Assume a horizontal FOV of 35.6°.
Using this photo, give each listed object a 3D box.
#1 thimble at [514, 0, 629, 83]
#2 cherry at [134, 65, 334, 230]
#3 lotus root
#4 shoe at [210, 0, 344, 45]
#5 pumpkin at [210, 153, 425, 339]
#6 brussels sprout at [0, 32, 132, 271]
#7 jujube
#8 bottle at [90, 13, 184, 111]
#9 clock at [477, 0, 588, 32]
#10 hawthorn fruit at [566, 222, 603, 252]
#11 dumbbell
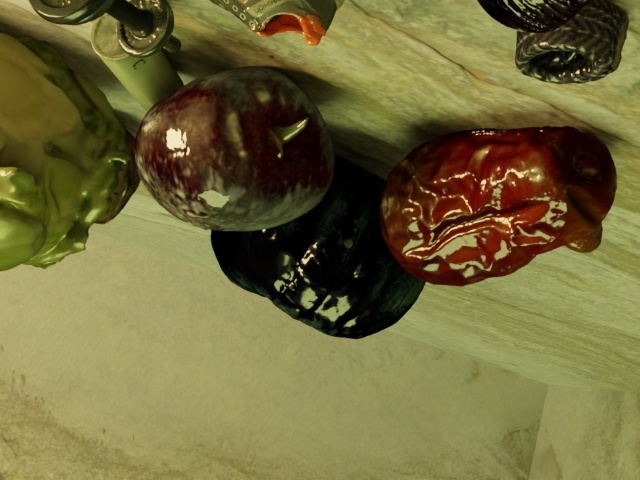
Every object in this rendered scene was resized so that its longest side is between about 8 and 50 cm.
[{"bbox_3d":[0.234,-0.193,0.957,0.104,0.066,0.095,3,166,46],"label":"thimble"},{"bbox_3d":[-0.114,-0.120,1.335,0.255,0.218,0.296,-10,-174,-40],"label":"cherry"},{"bbox_3d":[-0.408,-0.120,1.778,0.188,0.199,0.180,34,-168,2],"label":"lotus root"},{"bbox_3d":[-0.072,-0.253,1.026,0.194,0.077,0.074,13,169,8],"label":"shoe"},{"bbox_3d":[0.000,0.000,1.590,0.363,0.266,0.363,30,178,1],"label":"pumpkin"},{"bbox_3d":[-0.516,-0.121,1.434,0.425,0.342,0.361,33,129,-25],"label":"brussels sprout"},{"bbox_3d":[0.232,-0.049,1.338,0.216,0.216,0.342,23,152,-34],"label":"jujube"},{"bbox_3d":[-0.240,-0.234,1.337,0.072,0.072,0.201,12,168,11],"label":"bottle"},{"bbox_3d":[0.140,-0.242,0.769,0.195,0.100,0.194,17,167,-18],"label":"clock"},{"bbox_3d":[0.395,-0.013,1.581,0.103,0.066,0.067,2,168,1],"label":"hawthorn fruit"},{"bbox_3d":[-0.230,-0.264,1.130,0.110,0.110,0.254,9,173,25],"label":"dumbbell"}]
